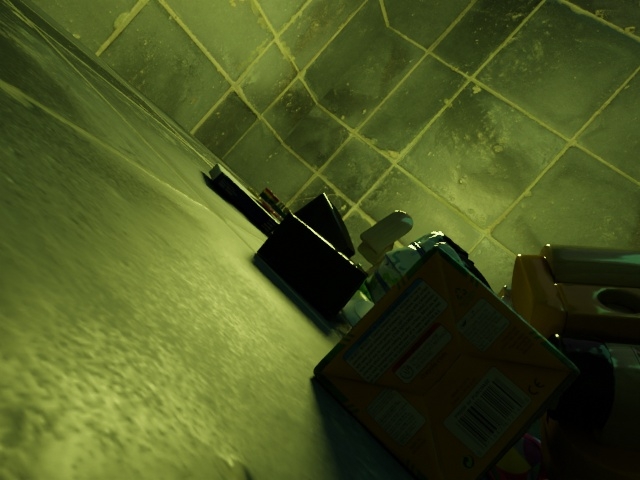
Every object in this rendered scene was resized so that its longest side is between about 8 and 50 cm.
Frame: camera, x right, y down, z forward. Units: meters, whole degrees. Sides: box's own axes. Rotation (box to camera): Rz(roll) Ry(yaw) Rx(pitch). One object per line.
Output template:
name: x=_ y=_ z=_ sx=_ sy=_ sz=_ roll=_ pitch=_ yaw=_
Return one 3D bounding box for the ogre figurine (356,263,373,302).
ogre figurine: x=0.102 y=0.146 z=1.304 sx=0.097 sy=0.197 sz=0.118 roll=-24 pitch=70 yaw=-40

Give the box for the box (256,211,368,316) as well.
box: x=-0.003 y=0.049 z=0.981 sx=0.184 sy=0.103 sz=0.261 roll=37 pitch=1 yaw=7

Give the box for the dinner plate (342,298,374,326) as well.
dinner plate: x=0.117 y=0.173 z=1.105 sx=0.141 sy=0.017 sz=0.141 roll=20 pitch=26 yaw=-10

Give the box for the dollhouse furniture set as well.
dollhouse furniture set: x=0.306 y=0.138 z=1.350 sx=0.394 sy=0.256 sz=0.362 roll=47 pitch=-23 yaw=24

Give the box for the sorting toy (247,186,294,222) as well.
sorting toy: x=-0.134 y=-0.102 z=1.447 sx=0.132 sy=0.046 sz=0.274 roll=45 pitch=-1 yaw=18

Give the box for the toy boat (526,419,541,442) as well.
toy boat: x=0.444 y=0.329 z=1.067 sx=0.148 sy=0.318 sz=0.267 roll=23 pitch=-21 yaw=-3

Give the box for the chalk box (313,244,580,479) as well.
chalk box: x=0.132 y=0.137 z=0.589 sx=0.179 sy=0.180 sz=0.289 roll=43 pitch=0 yaw=10

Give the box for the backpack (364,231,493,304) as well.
backpack: x=0.244 y=0.159 z=0.954 sx=0.290 sy=0.273 sz=0.355 roll=-97 pitch=173 yaw=-65

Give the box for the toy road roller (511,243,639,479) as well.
toy road roller: x=0.362 y=0.172 z=0.623 sx=0.202 sy=0.240 sz=0.329 roll=4 pitch=30 yaw=12

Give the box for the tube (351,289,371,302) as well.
tube: x=0.137 y=0.209 z=1.136 sx=0.240 sy=0.070 sz=0.062 roll=50 pitch=-34 yaw=47

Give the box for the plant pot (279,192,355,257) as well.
plant pot: x=0.000 y=0.000 z=1.444 sx=0.167 sy=0.188 sz=0.187 roll=55 pitch=5 yaw=18

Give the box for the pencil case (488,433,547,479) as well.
pencil case: x=0.341 y=0.376 z=0.829 sx=0.104 sy=0.104 sz=0.236 roll=43 pitch=2 yaw=31

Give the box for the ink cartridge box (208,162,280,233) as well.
ink cartridge box: x=-0.214 y=-0.114 z=1.364 sx=0.223 sy=0.045 sz=0.224 roll=44 pitch=0 yaw=-22
